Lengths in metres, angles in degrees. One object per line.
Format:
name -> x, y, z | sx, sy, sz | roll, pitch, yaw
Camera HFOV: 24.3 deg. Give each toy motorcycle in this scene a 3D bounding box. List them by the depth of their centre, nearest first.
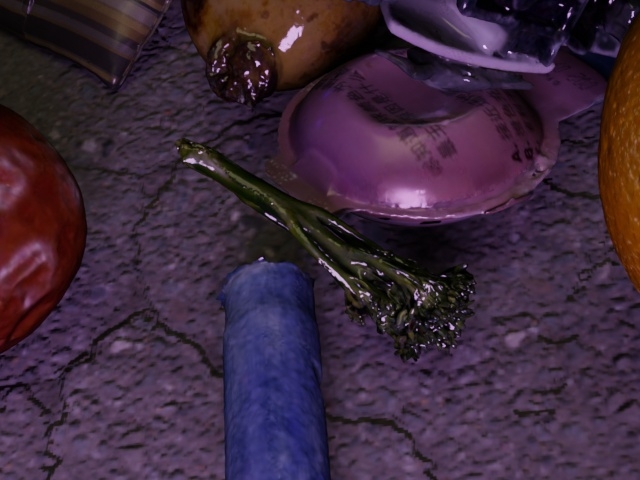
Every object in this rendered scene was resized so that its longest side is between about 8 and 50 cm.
toy motorcycle -> 0.102, -0.187, 0.933 | 0.327, 0.143, 0.188 | 8, 34, -26

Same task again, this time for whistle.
whistle -> -0.023, 0.138, 0.796 | 0.062, 0.062, 0.304 | -10, 46, 5

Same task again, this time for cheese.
cheese -> 0.092, -0.084, 0.972 | 0.286, 0.074, 0.189 | -27, 48, -30

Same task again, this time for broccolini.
broccolini -> -0.006, 0.008, 0.865 | 0.201, 0.074, 0.058 | 26, 54, 2

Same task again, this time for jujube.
jujube -> -0.259, 0.015, 0.910 | 0.236, 0.168, 0.168 | -34, 48, -14

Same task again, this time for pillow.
pillow -> -0.175, -0.241, 1.169 | 0.208, 0.052, 0.212 | 27, 84, 32

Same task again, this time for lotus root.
lotus root -> -0.017, -0.188, 1.060 | 0.145, 0.128, 0.260 | 3, 49, 25

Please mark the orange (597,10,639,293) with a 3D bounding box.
orange -> 0.272, -0.045, 0.752 | 0.274, 0.274, 0.274 | -7, 46, 7
